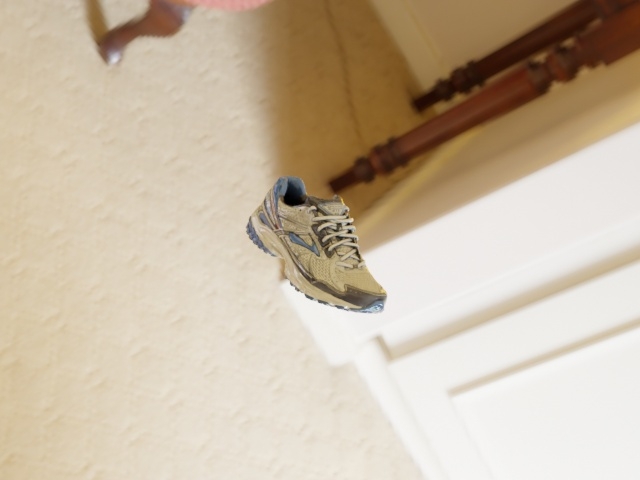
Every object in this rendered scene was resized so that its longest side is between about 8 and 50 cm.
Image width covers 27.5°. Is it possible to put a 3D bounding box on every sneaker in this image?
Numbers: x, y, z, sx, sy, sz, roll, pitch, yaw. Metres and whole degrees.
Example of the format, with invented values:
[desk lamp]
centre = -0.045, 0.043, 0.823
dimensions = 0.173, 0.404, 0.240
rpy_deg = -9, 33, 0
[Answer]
[sneaker]
centre = 0.000, 0.000, 0.869
dimensions = 0.052, 0.058, 0.135
rpy_deg = 5, 26, -45
